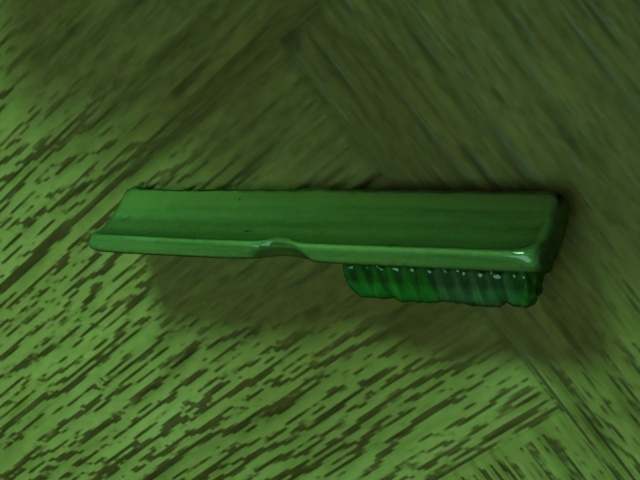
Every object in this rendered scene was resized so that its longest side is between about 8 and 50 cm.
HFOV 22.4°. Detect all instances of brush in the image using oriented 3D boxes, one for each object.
[{"bbox_3d":[0.000,0.000,0.875,0.282,0.054,0.048,3,132,30],"label":"brush"}]
